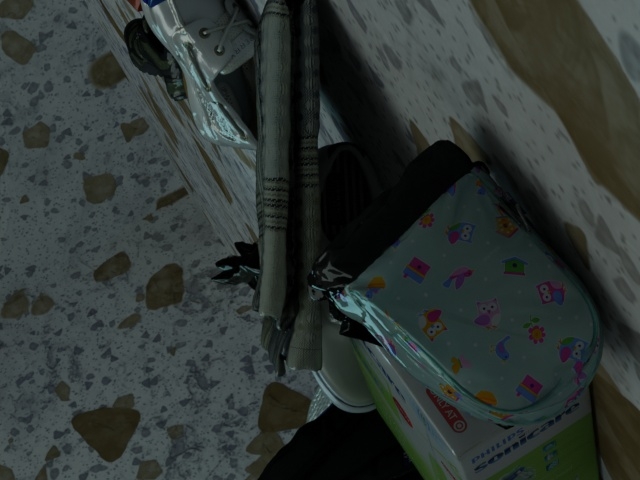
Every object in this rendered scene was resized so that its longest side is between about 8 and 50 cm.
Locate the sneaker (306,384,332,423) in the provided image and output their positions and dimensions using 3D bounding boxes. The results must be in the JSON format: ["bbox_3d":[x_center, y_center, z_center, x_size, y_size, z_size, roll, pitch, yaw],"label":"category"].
[{"bbox_3d":[0.109,0.231,2.044,0.150,0.135,0.366,16,173,-18],"label":"sneaker"}]

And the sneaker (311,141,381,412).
[{"bbox_3d":[0.020,0.032,1.464,0.091,0.094,0.258,122,139,-80],"label":"sneaker"}]

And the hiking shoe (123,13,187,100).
[{"bbox_3d":[-0.223,-0.291,2.241,0.227,0.086,0.114,42,150,49],"label":"hiking shoe"}]

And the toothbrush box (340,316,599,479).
[{"bbox_3d":[0.123,0.128,1.297,0.206,0.122,0.283,54,171,31],"label":"toothbrush box"}]

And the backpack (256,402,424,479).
[{"bbox_3d":[0.073,0.275,1.721,0.213,0.263,0.276,62,172,-32],"label":"backpack"}]

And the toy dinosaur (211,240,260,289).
[{"bbox_3d":[0.030,0.039,1.657,0.218,0.164,0.322,46,141,-21],"label":"toy dinosaur"}]

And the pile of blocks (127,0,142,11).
[{"bbox_3d":[-0.240,-0.354,1.608,0.149,0.112,0.362,49,178,36],"label":"pile of blocks"}]

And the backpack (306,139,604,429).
[{"bbox_3d":[0.096,0.041,1.014,0.182,0.152,0.115,46,-179,7],"label":"backpack"}]

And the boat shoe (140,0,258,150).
[{"bbox_3d":[-0.103,-0.209,1.631,0.096,0.098,0.277,21,147,40],"label":"boat shoe"}]

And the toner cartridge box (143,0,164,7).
[{"bbox_3d":[-0.204,-0.383,1.329,0.348,0.075,0.165,54,157,11],"label":"toner cartridge box"}]

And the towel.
[{"bbox_3d":[-0.040,-0.048,1.377,0.312,0.056,0.324,-177,85,-83],"label":"towel"}]

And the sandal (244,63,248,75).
[{"bbox_3d":[-0.087,-0.181,1.766,0.180,0.049,0.072,58,174,2],"label":"sandal"}]
